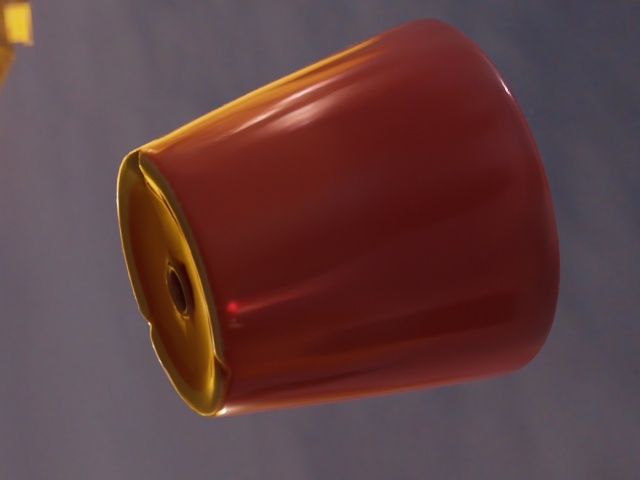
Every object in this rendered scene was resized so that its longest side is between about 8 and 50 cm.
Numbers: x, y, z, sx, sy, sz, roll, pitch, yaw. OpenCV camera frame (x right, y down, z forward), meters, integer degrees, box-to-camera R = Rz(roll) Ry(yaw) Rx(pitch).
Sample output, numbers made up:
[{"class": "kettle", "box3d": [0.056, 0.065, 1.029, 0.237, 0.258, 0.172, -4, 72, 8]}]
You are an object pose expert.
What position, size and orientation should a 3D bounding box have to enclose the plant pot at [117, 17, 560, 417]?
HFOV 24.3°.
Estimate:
[{"class": "plant pot", "box3d": [0.000, 0.000, 1.072, 0.275, 0.243, 0.275, 49, -32, 46]}]
